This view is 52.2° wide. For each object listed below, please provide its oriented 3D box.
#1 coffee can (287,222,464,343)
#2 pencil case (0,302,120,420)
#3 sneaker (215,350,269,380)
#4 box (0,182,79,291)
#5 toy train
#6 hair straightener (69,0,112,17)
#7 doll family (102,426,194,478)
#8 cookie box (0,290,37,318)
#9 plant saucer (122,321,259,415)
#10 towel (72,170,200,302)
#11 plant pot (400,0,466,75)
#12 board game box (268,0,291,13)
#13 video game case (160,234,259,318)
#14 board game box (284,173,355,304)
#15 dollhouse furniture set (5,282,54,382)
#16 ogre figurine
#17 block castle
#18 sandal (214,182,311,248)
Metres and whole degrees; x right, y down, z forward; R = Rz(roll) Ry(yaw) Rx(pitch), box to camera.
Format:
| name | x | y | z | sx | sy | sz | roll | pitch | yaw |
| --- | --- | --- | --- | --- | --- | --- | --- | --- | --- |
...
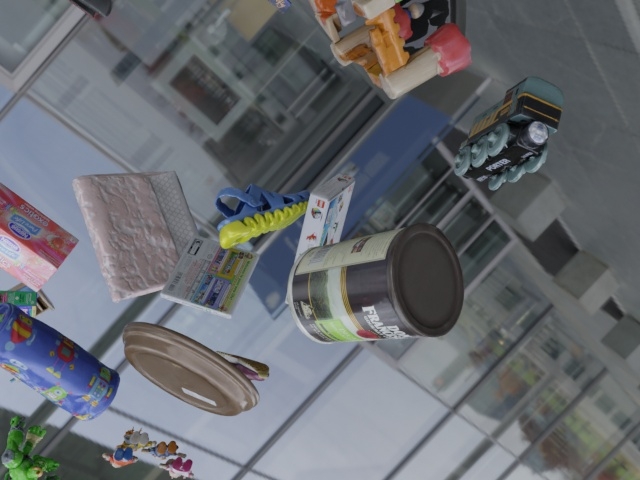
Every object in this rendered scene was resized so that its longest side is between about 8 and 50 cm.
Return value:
| name | x | y | z | sx | sy | sz | roll | pitch | yaw |
| --- | --- | --- | --- | --- | --- | --- | --- | --- | --- |
| coffee can | 0.100 | 0.089 | 1.233 | 0.275 | 0.202 | 0.201 | -13 | 135 | 47 |
| pencil case | -0.554 | 0.248 | 1.314 | 0.306 | 0.133 | 0.119 | 47 | -159 | -35 |
| sneaker | -0.179 | 0.300 | 1.438 | 0.069 | 0.084 | 0.185 | 20 | 170 | -37 |
| box | -0.903 | -0.012 | 1.938 | 0.300 | 0.142 | 0.154 | 41 | -147 | -18 |
| toy train | 0.426 | -0.239 | 1.505 | 0.142 | 0.190 | 0.334 | 21 | 168 | -9 |
| hair straightener | -0.475 | -0.498 | 1.214 | 0.089 | 0.047 | 0.230 | 12 | 164 | 34 |
| doll family | -0.475 | 0.595 | 1.852 | 0.262 | 0.119 | 0.163 | 17 | 149 | -16 |
| cookie box | -0.699 | 0.149 | 1.475 | 0.107 | 0.092 | 0.040 | 3 | -121 | -23 |
| plant saucer | -0.240 | 0.241 | 1.175 | 0.277 | 0.041 | 0.278 | 19 | 148 | 13 |
| towel | -0.462 | -0.027 | 1.731 | 0.316 | 0.053 | 0.332 | -14 | -101 | -48 |
| plant pot | 0.228 | -0.453 | 1.451 | 0.187 | 0.188 | 0.167 | -13 | -84 | -69 |
| board game box | -0.194 | -0.800 | 1.998 | 0.165 | 0.042 | 0.243 | 29 | -159 | -40 |
| video game case | -0.287 | 0.092 | 1.717 | 0.193 | 0.213 | 0.023 | 16 | 140 | 6 |
| board game box | 0.000 | 0.000 | 1.640 | 0.053 | 0.306 | 0.193 | 21 | -154 | 15 |
| dollhouse furniture set | -0.921 | 0.309 | 2.061 | 0.303 | 0.198 | 0.287 | 39 | 157 | 52 |
| ogre figurine | -0.658 | 0.508 | 1.477 | 0.096 | 0.197 | 0.118 | -1 | -160 | -2 |
| block castle | 0.094 | -0.504 | 1.124 | 0.303 | 0.212 | 0.453 | 51 | 171 | 53 |
| sandal | -0.145 | -0.090 | 1.654 | 0.317 | 0.126 | 0.138 | -19 | -104 | -47 |
